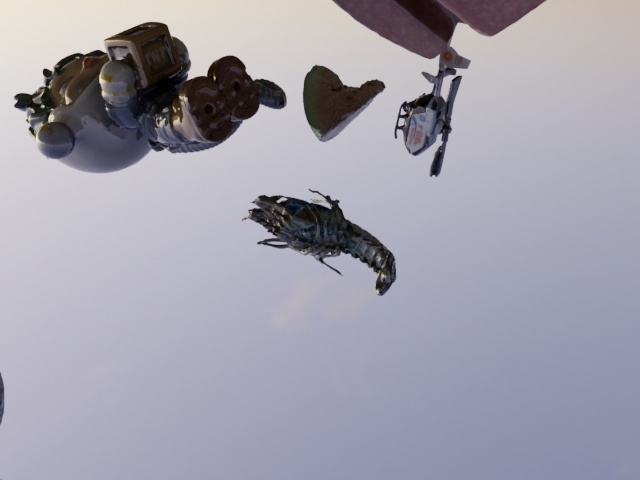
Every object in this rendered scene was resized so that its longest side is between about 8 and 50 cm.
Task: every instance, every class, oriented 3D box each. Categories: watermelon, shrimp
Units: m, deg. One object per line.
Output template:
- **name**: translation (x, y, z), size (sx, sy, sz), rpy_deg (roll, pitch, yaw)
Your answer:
- **watermelon**: translation (0.018, -0.185, 1.182), size (0.080, 0.101, 0.155), rpy_deg (-25, -155, 54)
- **shrimp**: translation (0.002, -0.002, 0.936), size (0.174, 0.082, 0.076), rpy_deg (28, -140, 1)

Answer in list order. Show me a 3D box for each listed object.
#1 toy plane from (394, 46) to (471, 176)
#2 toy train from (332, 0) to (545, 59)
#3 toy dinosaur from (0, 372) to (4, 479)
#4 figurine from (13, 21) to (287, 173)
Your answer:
- **toy plane**: translation (0.159, -0.188, 1.262), size (0.078, 0.197, 0.053), rpy_deg (34, -138, 26)
- **toy train**: translation (0.102, -0.238, 0.373), size (0.150, 0.304, 0.221), rpy_deg (32, 147, -22)
- **toy dinosaur**: translation (-0.267, 0.173, 0.651), size (0.039, 0.209, 0.082), rpy_deg (41, -150, 16)
- **figurine**: translation (-0.260, -0.187, 1.194), size (0.382, 0.186, 0.261), rpy_deg (1, -157, 45)
